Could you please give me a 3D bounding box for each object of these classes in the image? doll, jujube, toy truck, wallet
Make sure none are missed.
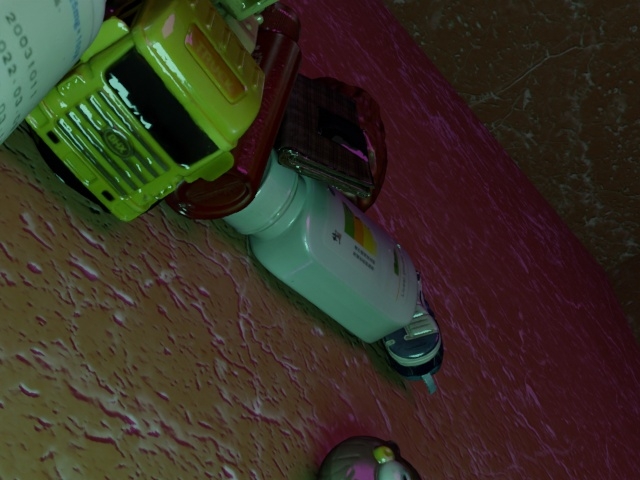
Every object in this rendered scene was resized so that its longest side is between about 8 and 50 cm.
[{"bbox_3d":[0.059,0.279,0.902,0.145,0.096,0.188,27,43,-37],"label":"doll"},{"bbox_3d":[0.013,-0.130,1.325,0.174,0.174,0.250,41,36,-32],"label":"jujube"},{"bbox_3d":[-0.156,-0.212,0.972,0.180,0.254,0.405,49,24,-28],"label":"toy truck"},{"bbox_3d":[0.001,-0.137,1.134,0.124,0.042,0.230,21,27,-17],"label":"wallet"}]

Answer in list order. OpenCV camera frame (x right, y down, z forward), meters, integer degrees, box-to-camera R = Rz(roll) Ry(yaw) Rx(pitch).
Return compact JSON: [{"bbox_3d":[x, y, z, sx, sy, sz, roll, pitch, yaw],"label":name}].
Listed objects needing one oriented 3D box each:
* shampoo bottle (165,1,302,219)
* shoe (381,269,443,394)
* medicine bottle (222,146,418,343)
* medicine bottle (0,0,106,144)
[{"bbox_3d":[-0.090,-0.161,1.082,0.076,0.118,0.314,45,41,-31],"label":"shampoo bottle"},{"bbox_3d":[0.117,0.118,1.295,0.207,0.091,0.106,-107,178,-50],"label":"shoe"},{"bbox_3d":[0.000,0.000,1.164,0.296,0.111,0.161,38,34,-34],"label":"medicine bottle"},{"bbox_3d":[-0.258,-0.177,0.685,0.170,0.170,0.293,47,44,-20],"label":"medicine bottle"}]
